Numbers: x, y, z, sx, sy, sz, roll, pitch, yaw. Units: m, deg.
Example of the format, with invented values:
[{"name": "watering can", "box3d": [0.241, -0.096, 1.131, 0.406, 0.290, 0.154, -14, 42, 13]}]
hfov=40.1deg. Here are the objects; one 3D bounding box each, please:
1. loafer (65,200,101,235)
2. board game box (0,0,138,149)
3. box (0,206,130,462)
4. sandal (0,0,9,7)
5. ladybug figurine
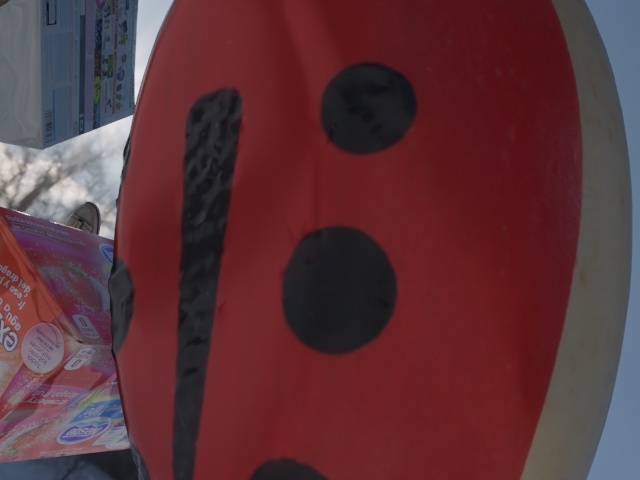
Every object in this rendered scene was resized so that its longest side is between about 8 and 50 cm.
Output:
[{"name": "loafer", "box3d": [-0.342, 0.003, 1.216, 0.045, 0.039, 0.125, 37, -60, 12]}, {"name": "board game box", "box3d": [-0.356, -0.269, 1.226, 0.097, 0.303, 0.224, 10, -72, 10]}, {"name": "box", "box3d": [-0.212, 0.095, 0.791, 0.142, 0.154, 0.300, 51, 10, 20]}, {"name": "sandal", "box3d": [-0.241, -0.231, 0.676, 0.049, 0.072, 0.180, 42, 27, -48]}, {"name": "ladybug figurine", "box3d": [0.000, 0.000, 0.469, 0.305, 0.450, 0.161, -11, -17, 41]}]
